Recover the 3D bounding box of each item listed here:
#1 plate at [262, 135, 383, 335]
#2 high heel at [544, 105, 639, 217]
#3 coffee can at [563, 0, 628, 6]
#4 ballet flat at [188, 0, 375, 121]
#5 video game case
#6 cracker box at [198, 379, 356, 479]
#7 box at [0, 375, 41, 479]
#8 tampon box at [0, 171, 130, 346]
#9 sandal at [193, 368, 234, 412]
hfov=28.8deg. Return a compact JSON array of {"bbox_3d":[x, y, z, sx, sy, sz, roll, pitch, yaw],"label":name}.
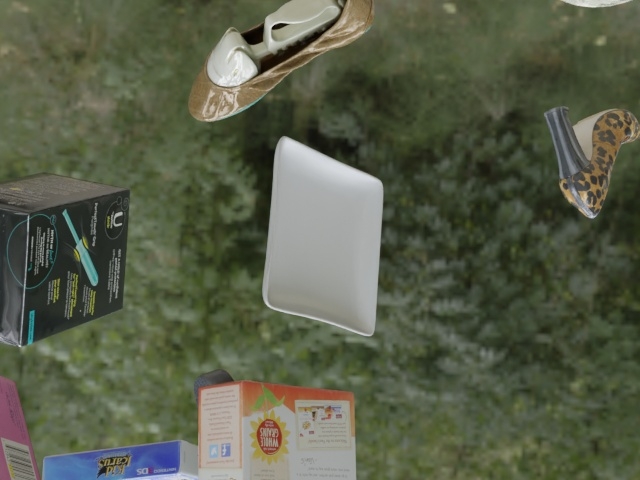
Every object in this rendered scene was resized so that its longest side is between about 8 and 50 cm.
[{"bbox_3d":[0.000,0.000,2.039,0.045,0.277,0.278,-8,162,39],"label":"plate"},{"bbox_3d":[0.473,-0.122,2.067,0.261,0.186,0.093,-1,161,-44],"label":"high heel"},{"bbox_3d":[0.292,-0.402,1.408,0.202,0.201,0.275,4,-152,-4],"label":"coffee can"},{"bbox_3d":[-0.076,-0.307,1.952,0.342,0.116,0.124,-26,157,8],"label":"ballet flat"},{"bbox_3d":[-0.282,0.396,2.089,0.270,0.061,0.244,-11,158,25],"label":"video game case"},{"bbox_3d":[-0.039,0.255,1.181,0.067,0.232,0.156,-14,161,41],"label":"cracker box"},{"bbox_3d":[-0.550,0.341,1.834,0.243,0.213,0.117,-34,146,14],"label":"box"},{"bbox_3d":[-0.256,0.013,1.111,0.101,0.120,0.161,11,-167,21],"label":"tampon box"},{"bbox_3d":[-0.072,0.260,1.341,0.054,0.254,0.097,-16,-171,-29],"label":"sandal"}]
